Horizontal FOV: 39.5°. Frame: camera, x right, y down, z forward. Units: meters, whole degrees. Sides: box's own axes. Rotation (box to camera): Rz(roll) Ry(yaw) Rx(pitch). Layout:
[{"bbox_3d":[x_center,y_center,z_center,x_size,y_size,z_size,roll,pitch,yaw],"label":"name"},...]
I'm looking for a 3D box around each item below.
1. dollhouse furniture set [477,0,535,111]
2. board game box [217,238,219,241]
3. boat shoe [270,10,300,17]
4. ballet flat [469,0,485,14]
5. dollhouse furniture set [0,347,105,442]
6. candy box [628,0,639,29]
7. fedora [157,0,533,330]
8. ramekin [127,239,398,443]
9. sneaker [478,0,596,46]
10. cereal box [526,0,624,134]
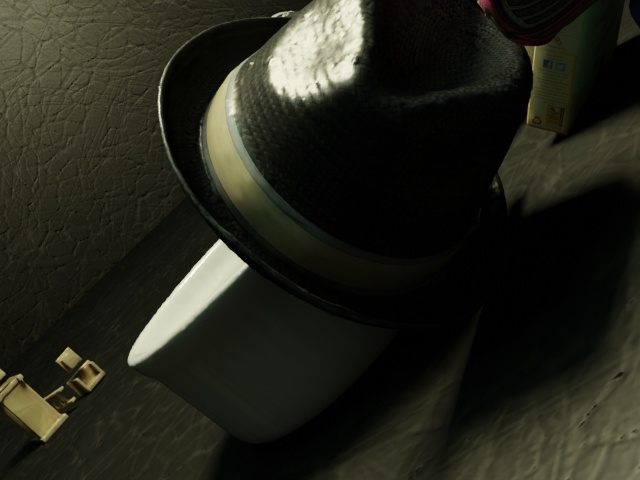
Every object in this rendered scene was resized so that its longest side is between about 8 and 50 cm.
[{"bbox_3d":[0.170,-0.193,1.017,0.183,0.129,0.129,-48,14,-21],"label":"dollhouse furniture set"},{"bbox_3d":[-0.143,0.022,1.328,0.126,0.026,0.186,-70,5,-65],"label":"board game box"},{"bbox_3d":[-0.027,-0.280,1.271,0.102,0.108,0.301,-38,16,21],"label":"boat shoe"},{"bbox_3d":[0.232,-0.381,1.551,0.096,0.095,0.280,-34,23,-5],"label":"ballet flat"},{"bbox_3d":[-0.500,0.230,1.546,0.161,0.182,0.101,-51,15,-29],"label":"dollhouse furniture set"},{"bbox_3d":[0.372,-0.257,0.637,0.268,0.122,0.317,-33,15,38],"label":"candy box"},{"bbox_3d":[0.049,-0.101,0.650,0.152,0.334,0.334,-53,5,38],"label":"fedora"},{"bbox_3d":[-0.030,0.049,0.802,0.277,0.135,0.277,-44,10,10],"label":"ramekin"},{"bbox_3d":[0.220,-0.259,0.616,0.299,0.112,0.121,-37,53,-4],"label":"sneaker"},{"bbox_3d":[0.242,-0.240,0.800,0.173,0.047,0.240,-53,-28,-36],"label":"cereal box"}]
